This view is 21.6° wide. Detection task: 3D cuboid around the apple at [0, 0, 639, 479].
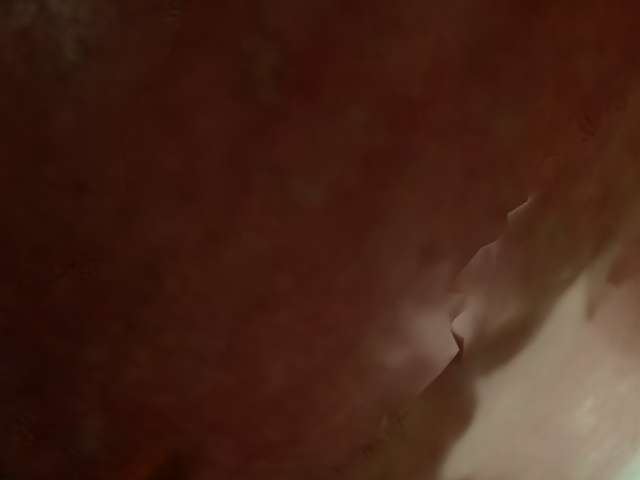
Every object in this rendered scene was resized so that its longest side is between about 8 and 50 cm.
[{"bbox_3d":[-0.018,-0.040,0.490,0.364,0.364,0.364,-42,153,-27],"label":"apple"}]
